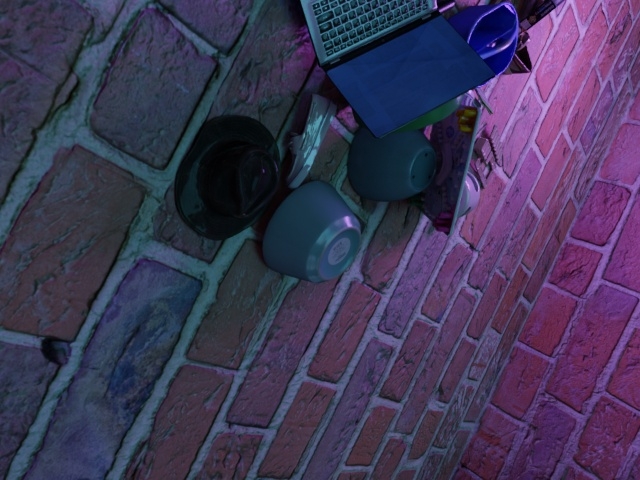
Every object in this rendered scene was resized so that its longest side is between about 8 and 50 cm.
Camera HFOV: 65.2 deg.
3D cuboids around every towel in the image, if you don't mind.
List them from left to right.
[{"bbox_3d":[0.593,-0.549,1.872,0.023,0.152,0.113,-31,146,30],"label":"towel"}]

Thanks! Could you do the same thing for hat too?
[{"bbox_3d":[-0.191,-0.142,1.259,0.331,0.133,0.332,-22,123,-38],"label":"hat"}]

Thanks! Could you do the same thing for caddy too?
[{"bbox_3d":[0.563,-0.680,1.737,0.341,0.179,0.241,-38,132,-27],"label":"caddy"}]

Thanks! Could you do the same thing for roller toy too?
[{"bbox_3d":[0.492,-0.173,1.884,0.146,0.191,0.210,-17,120,-51],"label":"roller toy"}]

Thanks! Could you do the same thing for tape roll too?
[{"bbox_3d":[0.242,-0.423,1.422,0.321,0.321,0.077,-41,134,-24],"label":"tape roll"}]

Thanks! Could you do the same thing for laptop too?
[{"bbox_3d":[0.189,-0.540,1.233,0.381,0.236,0.408,-30,126,-12],"label":"laptop"}]

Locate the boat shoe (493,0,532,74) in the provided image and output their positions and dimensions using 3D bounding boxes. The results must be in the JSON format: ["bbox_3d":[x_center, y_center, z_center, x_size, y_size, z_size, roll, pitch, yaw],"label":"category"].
[{"bbox_3d":[0.748,-0.777,1.918,0.123,0.123,0.342,-51,136,-15],"label":"boat shoe"}]

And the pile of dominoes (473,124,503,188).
[{"bbox_3d":[0.718,-0.364,2.166,0.196,0.040,0.251,-60,146,-7],"label":"pile of dominoes"}]

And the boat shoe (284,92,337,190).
[{"bbox_3d":[-0.048,-0.272,1.378,0.088,0.096,0.268,22,107,-18],"label":"boat shoe"}]

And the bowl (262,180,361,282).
[{"bbox_3d":[0.000,0.000,1.452,0.311,0.163,0.312,-32,141,-31],"label":"bowl"}]

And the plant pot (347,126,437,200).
[{"bbox_3d":[0.257,-0.249,1.606,0.290,0.195,0.290,-19,120,-35],"label":"plant pot"}]

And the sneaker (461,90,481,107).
[{"bbox_3d":[0.493,-0.469,1.825,0.282,0.102,0.161,19,98,-48],"label":"sneaker"}]

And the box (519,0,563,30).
[{"bbox_3d":[0.906,-0.933,1.974,0.220,0.175,0.051,-42,96,-24],"label":"box"}]

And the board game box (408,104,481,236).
[{"bbox_3d":[0.392,-0.254,1.656,0.050,0.390,0.390,7,107,-7],"label":"board game box"}]

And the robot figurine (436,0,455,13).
[{"bbox_3d":[0.353,-0.798,1.468,0.278,0.174,0.209,-35,174,-29],"label":"robot figurine"}]
